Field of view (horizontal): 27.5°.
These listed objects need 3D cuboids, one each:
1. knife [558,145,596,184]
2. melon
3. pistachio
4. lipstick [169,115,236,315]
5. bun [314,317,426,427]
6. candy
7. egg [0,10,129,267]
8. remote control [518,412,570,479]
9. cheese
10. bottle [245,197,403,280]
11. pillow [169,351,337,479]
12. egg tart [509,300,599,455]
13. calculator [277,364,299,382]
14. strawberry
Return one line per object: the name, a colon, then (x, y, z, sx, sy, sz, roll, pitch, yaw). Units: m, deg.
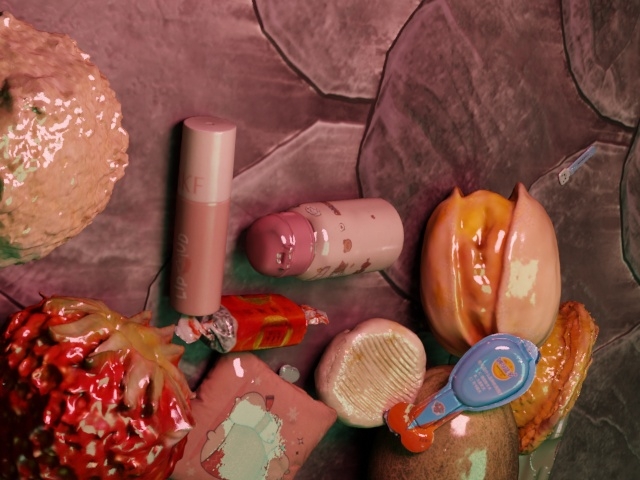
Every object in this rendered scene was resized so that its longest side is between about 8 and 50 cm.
knife: (0.442, -0.131, 2.242, 0.096, 0.010, 0.027, -41, 134, -20)
melon: (0.199, 0.359, 2.099, 0.248, 0.248, 0.329, -6, 109, -41)
pistachio: (0.266, 0.060, 2.044, 0.230, 0.230, 0.309, -23, 118, -33)
lipstick: (-0.154, -0.030, 1.697, 0.070, 0.070, 0.254, -12, 118, -39)
bun: (0.070, 0.194, 1.994, 0.183, 0.102, 0.183, -9, 110, -25)
candy: (-0.096, 0.114, 1.813, 0.292, 0.086, 0.059, -2, 122, -44)
egg: (-0.346, -0.101, 1.351, 0.310, 0.279, 0.279, -18, 124, -55)
remote control: (0.418, 0.320, 2.410, 0.128, 0.065, 0.335, -1, 111, -45)
cheese: (0.217, 0.226, 1.967, 0.256, 0.037, 0.106, -33, 96, 3)
bottle: (0.000, 0.000, 1.830, 0.233, 0.110, 0.110, -7, 115, -40)
pillow: (-0.114, 0.280, 1.859, 0.223, 0.084, 0.236, 42, 77, -22)
egg tart: (0.358, 0.225, 2.213, 0.118, 0.288, 0.288, 23, 95, -10)
calculator: (-0.084, 0.249, 1.939, 0.153, 0.021, 0.095, -50, 136, -7)
strawberry: (-0.319, 0.234, 1.566, 0.343, 0.292, 0.292, -49, 137, 8)
